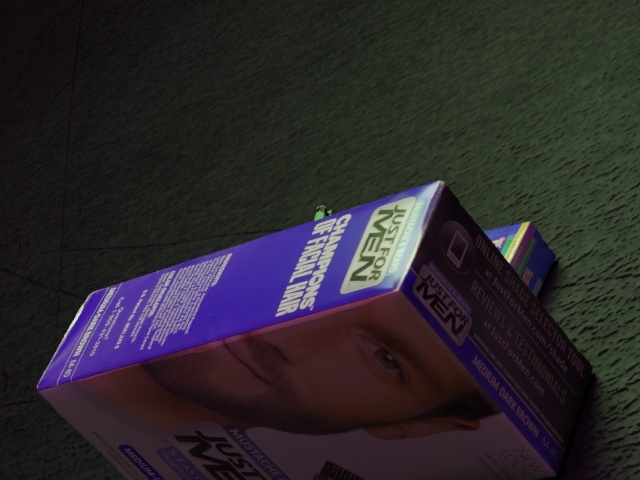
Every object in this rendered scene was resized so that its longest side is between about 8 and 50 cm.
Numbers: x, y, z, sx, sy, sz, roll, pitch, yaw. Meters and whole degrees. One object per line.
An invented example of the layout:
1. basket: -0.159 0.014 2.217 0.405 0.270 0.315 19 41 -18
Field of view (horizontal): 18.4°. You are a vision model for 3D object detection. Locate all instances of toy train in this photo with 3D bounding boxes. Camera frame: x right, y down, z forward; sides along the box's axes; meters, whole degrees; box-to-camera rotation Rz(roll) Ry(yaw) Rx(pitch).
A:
1. toy train: 0.000 0.000 1.667 0.017 0.024 0.083 -27 30 25

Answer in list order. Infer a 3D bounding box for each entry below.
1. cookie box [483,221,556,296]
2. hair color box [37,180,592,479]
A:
1. cookie box: 0.107 0.038 1.447 0.107 0.040 0.092 -12 37 43
2. hair color box: -0.009 0.095 1.351 0.339 0.185 0.110 -19 34 38
